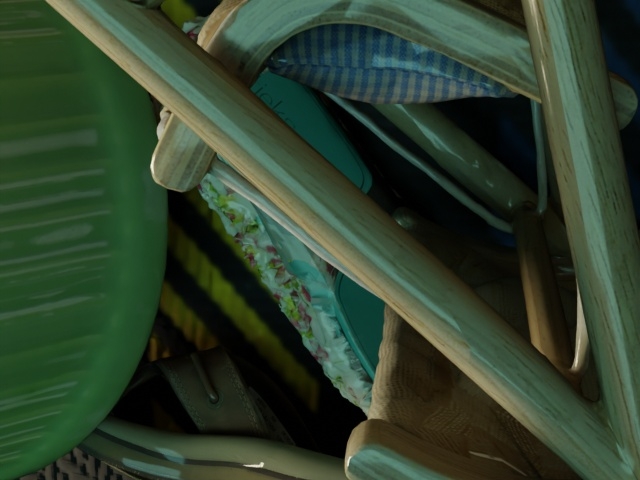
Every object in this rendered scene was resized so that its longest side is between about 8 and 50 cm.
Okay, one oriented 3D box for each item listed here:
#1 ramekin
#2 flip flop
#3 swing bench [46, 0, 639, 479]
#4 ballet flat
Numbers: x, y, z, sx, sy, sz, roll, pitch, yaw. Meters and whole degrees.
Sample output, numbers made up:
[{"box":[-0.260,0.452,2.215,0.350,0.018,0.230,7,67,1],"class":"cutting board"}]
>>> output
[{"box":[-0.235,-0.014,0.619,0.304,0.148,0.303,5,101,29],"class":"ramekin"},{"box":[-0.038,0.098,0.681,0.277,0.080,0.112,8,159,33],"class":"flip flop"},{"box":[0.055,-0.044,0.473,0.165,0.253,0.254,-29,101,13],"class":"swing bench"},{"box":[0.000,0.000,0.642,0.241,0.091,0.077,59,148,-7],"class":"ballet flat"}]
